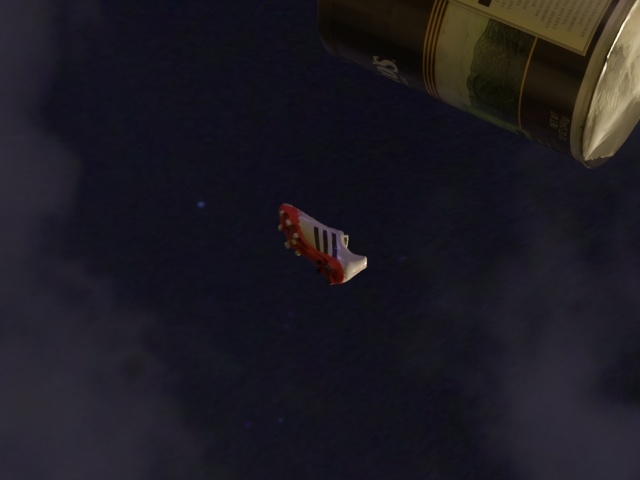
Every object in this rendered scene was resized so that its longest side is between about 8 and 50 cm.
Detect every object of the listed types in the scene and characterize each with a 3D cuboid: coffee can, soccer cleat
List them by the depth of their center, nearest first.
[{"bbox_3d":[0.000,0.000,1.048,0.083,0.036,0.029,45,-34,36],"label":"soccer cleat"},{"bbox_3d":[0.165,-0.211,1.328,0.275,0.201,0.201,27,-72,23],"label":"coffee can"}]
